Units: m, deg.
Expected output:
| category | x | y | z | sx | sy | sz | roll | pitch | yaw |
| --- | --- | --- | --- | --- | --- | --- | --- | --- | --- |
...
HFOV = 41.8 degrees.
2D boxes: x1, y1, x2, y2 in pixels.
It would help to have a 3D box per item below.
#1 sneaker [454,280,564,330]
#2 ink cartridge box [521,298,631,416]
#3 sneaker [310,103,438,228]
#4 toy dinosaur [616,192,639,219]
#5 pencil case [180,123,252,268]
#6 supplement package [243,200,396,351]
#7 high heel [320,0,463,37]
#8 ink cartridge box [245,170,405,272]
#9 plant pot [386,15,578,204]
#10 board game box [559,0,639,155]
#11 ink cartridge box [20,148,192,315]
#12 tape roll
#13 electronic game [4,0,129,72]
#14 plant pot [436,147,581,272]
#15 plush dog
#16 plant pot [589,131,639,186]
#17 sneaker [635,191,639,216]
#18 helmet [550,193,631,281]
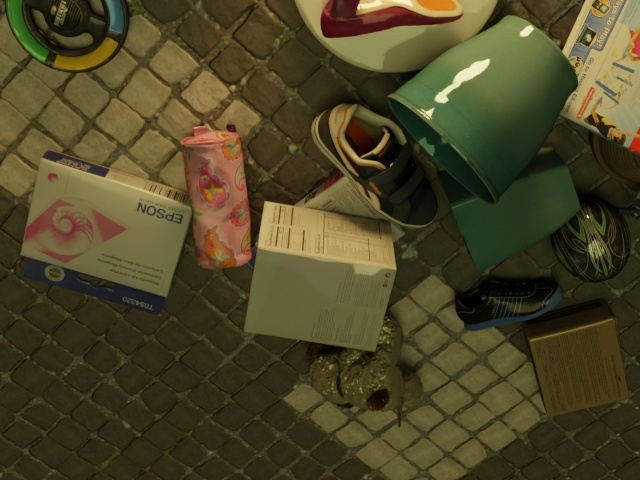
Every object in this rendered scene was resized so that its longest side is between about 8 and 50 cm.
| category | x | y | z | sx | sy | sz | roll | pitch | yaw |
| --- | --- | --- | --- | --- | --- | --- | --- | --- | --- |
| sneaker | 0.406 | 0.124 | 1.819 | 0.232 | 0.081 | 0.090 | -21 | 123 | 14 |
| ink cartridge box | 0.576 | 0.267 | 1.888 | 0.193 | 0.088 | 0.234 | -16 | 116 | 8 |
| sneaker | 0.127 | -0.140 | 1.637 | 0.321 | 0.127 | 0.126 | 39 | 68 | -18 |
| toy dinosaur | 0.652 | -0.051 | 1.742 | 0.082 | 0.047 | 0.090 | -1 | 131 | 23 |
| pencil case | -0.208 | -0.084 | 1.684 | 0.124 | 0.124 | 0.284 | -5 | 109 | 4 |
| supplement package | -0.003 | 0.069 | 1.666 | 0.263 | 0.198 | 0.199 | 9 | 119 | -5 |
| high heel | 0.124 | -0.392 | 1.483 | 0.244 | 0.082 | 0.117 | -1 | 152 | -13 |
| ink cartridge box | 0.000 | 0.000 | 1.774 | 0.311 | 0.065 | 0.186 | -37 | 112 | 17 |
| plant pot | 0.301 | -0.248 | 1.484 | 0.255 | 0.271 | 0.272 | -45 | 110 | 2 |
| board game box | 0.591 | -0.316 | 1.479 | 0.302 | 0.086 | 0.308 | 34 | 121 | 25 |
| ink cartridge box | -0.461 | 0.005 | 1.787 | 0.324 | 0.071 | 0.330 | 17 | 116 | -8 |
| tape roll | 0.136 | -0.494 | 1.494 | 0.392 | 0.072 | 0.391 | 0 | 119 | 1 |
| electronic game | -0.472 | -0.425 | 1.562 | 0.229 | 0.048 | 0.229 | 1 | 119 | 2 |
| plant pot | 0.380 | -0.080 | 1.669 | 0.234 | 0.165 | 0.165 | -23 | 116 | 7 |
| plush dog | 0.077 | 0.311 | 1.889 | 0.226 | 0.210 | 0.262 | -5 | 120 | 34 |
| plant pot | 0.652 | -0.200 | 1.620 | 0.238 | 0.109 | 0.237 | 1 | 119 | 2 |
| sneaker | 0.764 | 0.000 | 1.692 | 0.316 | 0.127 | 0.182 | 7 | 124 | -23 |
| helmet | 0.548 | -0.003 | 1.699 | 0.170 | 0.161 | 0.169 | 1 | 119 | 1 |
